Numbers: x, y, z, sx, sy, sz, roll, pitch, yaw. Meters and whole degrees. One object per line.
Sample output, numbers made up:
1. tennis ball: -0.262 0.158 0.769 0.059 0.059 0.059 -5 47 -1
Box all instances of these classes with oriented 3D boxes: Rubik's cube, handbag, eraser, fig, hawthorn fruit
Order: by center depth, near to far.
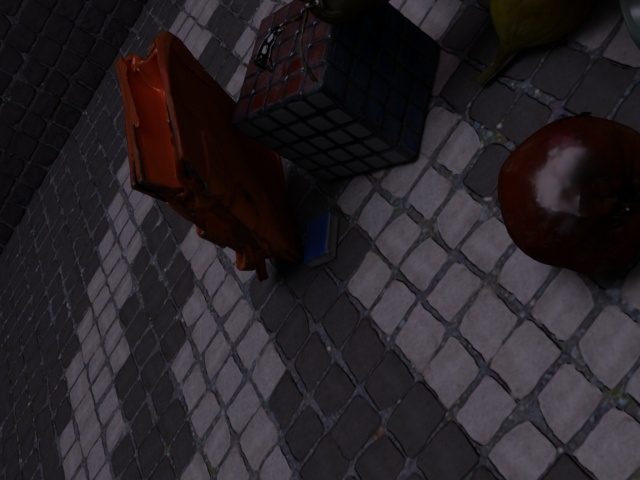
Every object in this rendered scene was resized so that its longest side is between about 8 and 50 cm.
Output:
1. hawthorn fruit: 0.291 -0.056 0.925 0.185 0.185 0.202 -63 18 1
2. fig: 0.291 -0.329 1.145 0.257 0.159 0.159 -58 31 38
3. handbag: -0.176 -0.130 1.334 0.116 0.410 0.304 -25 59 14
4. Rubik's cube: 0.028 -0.262 1.340 0.238 0.237 0.237 -11 57 49
5. eraser: 0.000 0.000 1.389 0.063 0.027 0.085 -24 51 41

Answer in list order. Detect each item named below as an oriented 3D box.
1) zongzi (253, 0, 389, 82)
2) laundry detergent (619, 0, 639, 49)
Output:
1. zongzi: 0.020 -0.490 1.084 0.447 0.418 0.181 -30 25 10
2. laundry detergent: 0.525 -0.378 0.863 0.397 0.124 0.264 -25 52 41
